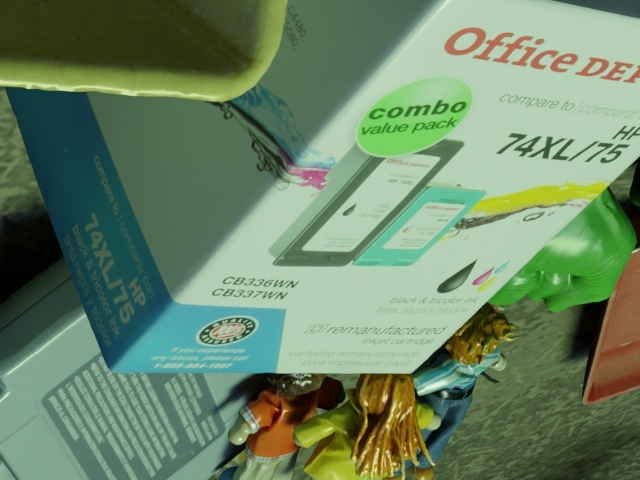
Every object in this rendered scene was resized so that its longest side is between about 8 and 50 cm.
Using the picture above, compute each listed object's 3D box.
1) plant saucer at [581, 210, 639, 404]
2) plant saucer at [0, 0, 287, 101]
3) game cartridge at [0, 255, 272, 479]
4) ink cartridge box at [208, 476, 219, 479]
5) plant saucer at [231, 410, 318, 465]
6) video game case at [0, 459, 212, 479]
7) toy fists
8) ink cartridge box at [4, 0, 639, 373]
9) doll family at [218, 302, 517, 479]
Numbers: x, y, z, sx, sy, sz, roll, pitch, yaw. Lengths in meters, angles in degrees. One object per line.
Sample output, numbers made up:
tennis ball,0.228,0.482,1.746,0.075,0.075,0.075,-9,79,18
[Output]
plant saucer,0.327,0.018,1.434,0.259,0.048,0.258,-17,151,-9
plant saucer,-0.147,-0.216,0.512,0.332,0.081,0.333,1,103,-36
game cartridge,-0.118,0.088,1.164,0.196,0.060,0.294,-34,152,-11
ink cartridge box,-0.175,0.229,1.380,0.179,0.045,0.145,-39,148,21
plant saucer,-0.038,0.157,1.438,0.083,0.015,0.083,-17,151,-10
video game case,-0.176,0.181,1.369,0.206,0.026,0.227,6,140,-42
toy fists,0.201,-0.025,1.202,0.279,0.096,0.142,-17,156,-1
ink cartridge box,0.015,-0.090,0.859,0.198,0.197,0.270,3,142,-40
doll family,0.061,0.113,1.264,0.263,0.118,0.163,-21,145,-40
